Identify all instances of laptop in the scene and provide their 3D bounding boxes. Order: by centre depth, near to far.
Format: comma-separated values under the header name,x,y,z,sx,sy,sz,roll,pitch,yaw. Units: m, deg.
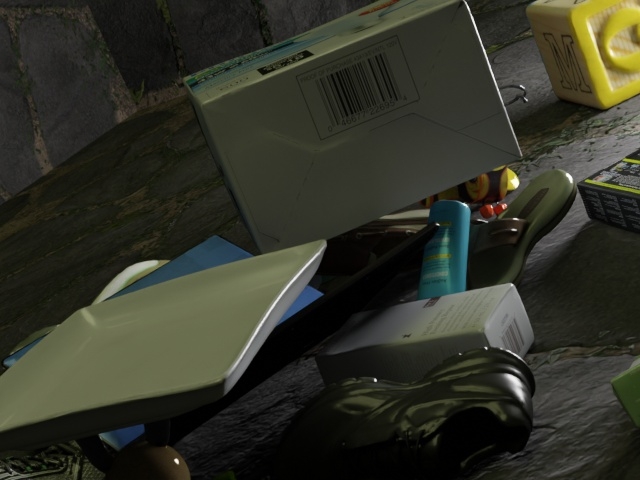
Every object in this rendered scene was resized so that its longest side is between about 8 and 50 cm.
name,x,y,z,sx,sy,sz,roll,pitch,yaw
laptop,-0.134,0.072,1.577,0.382,0.236,0.408,-33,-10,-35

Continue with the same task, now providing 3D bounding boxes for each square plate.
name,x,y,z,sx,sy,sz,roll,pitch,yaw
square plate,-0.184,0.118,1.353,0.344,0.049,0.347,-16,16,23

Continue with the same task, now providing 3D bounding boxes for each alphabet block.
name,x,y,z,sx,sy,sz,roll,pitch,yaw
alphabet block,0.509,-0.363,2.293,0.192,0.193,0.197,-27,17,-6

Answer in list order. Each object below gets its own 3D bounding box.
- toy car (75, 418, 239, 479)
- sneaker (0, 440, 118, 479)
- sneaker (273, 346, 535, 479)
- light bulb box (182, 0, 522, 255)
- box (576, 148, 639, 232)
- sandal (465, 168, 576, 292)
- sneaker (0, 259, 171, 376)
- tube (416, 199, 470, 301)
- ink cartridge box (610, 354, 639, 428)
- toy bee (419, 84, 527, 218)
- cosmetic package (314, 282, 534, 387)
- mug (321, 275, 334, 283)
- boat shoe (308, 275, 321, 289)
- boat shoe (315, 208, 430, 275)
name,x,y,z,sx,sy,sz,roll,pitch,yaw
toy car,-0.176,0.253,1.338,0.155,0.188,0.149,-24,17,-2
sneaker,-0.353,0.299,1.515,0.343,0.146,0.134,-34,19,-34
sneaker,0.082,0.199,1.310,0.286,0.109,0.130,-23,23,12
light bulb box,0.025,-0.167,1.732,0.358,0.225,0.361,-23,15,-5
box,0.494,-0.082,1.676,0.216,0.060,0.270,-29,17,-13
sandal,0.230,-0.006,1.719,0.120,0.086,0.303,-3,38,50
sneaker,-0.279,0.172,1.913,0.182,0.158,0.410,22,36,24
tube,0.154,0.051,1.623,0.080,0.052,0.207,-15,55,39
ink cartridge box,0.372,0.101,1.222,0.171,0.056,0.235,-34,-12,17
toy bee,0.222,-0.098,1.974,0.195,0.162,0.298,-10,-16,-5
cosmetic package,0.121,0.127,1.505,0.231,0.085,0.117,-12,19,32
mug,-0.005,0.000,2.042,0.158,0.097,0.129,-25,16,-3
boat shoe,-0.050,0.093,1.925,0.142,0.049,0.040,-39,-9,-38
boat shoe,0.069,0.013,1.880,0.257,0.095,0.095,-12,34,11
